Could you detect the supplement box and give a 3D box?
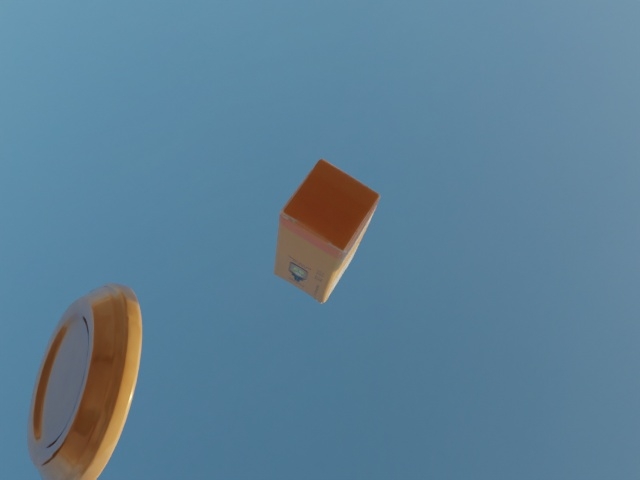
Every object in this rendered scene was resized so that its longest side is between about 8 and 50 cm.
[{"bbox_3d":[0.000,0.000,0.761,0.078,0.233,0.080,32,-110,5],"label":"supplement box"}]

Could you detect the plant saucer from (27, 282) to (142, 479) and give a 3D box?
[{"bbox_3d":[-0.229,0.134,0.640,0.200,0.037,0.200,-31,-132,43],"label":"plant saucer"}]
